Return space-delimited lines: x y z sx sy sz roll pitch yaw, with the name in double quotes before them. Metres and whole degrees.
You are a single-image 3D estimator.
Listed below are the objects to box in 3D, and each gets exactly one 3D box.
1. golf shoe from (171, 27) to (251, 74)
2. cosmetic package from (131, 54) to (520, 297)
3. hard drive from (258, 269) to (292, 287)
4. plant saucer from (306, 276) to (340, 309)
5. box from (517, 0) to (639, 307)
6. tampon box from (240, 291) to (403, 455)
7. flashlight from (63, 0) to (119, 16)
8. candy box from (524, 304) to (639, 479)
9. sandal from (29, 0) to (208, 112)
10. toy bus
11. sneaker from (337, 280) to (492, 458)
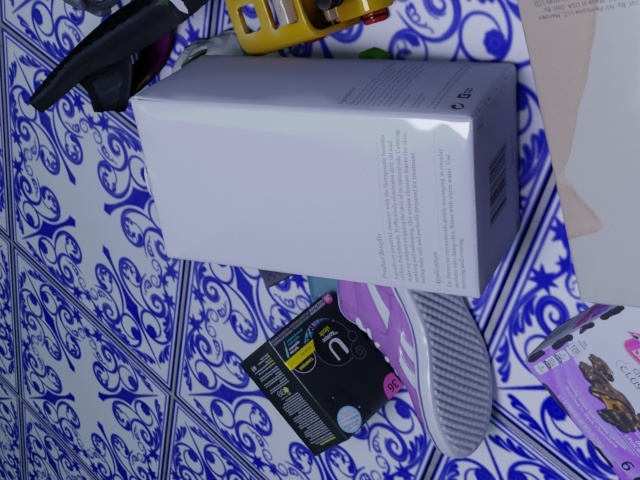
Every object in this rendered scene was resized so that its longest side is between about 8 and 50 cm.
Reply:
"golf shoe" -0.158 -0.222 1.224 0.176 0.086 0.069 -18 102 52
"cosmetic package" 0.008 -0.077 0.997 0.365 0.155 0.197 9 123 25
"hard drive" -0.060 -0.084 1.202 0.172 0.054 0.255 -30 82 48
"plant saucer" 0.000 0.000 1.247 0.067 0.018 0.192 12 121 43
"box" 0.269 -0.110 0.783 0.121 0.148 0.311 4 115 47
"tampon box" 0.002 0.176 1.259 0.161 0.120 0.101 50 145 2
"flashlight" -0.395 -0.414 1.347 0.304 0.103 0.103 32 137 29
"candy box" 0.323 0.129 0.929 0.165 0.070 0.196 51 141 6
"sandal" -0.254 -0.238 1.269 0.445 0.167 0.107 -13 125 50
"toy bus" -0.011 -0.259 1.024 0.191 0.104 0.202 41 138 22
"sneaker" 0.106 0.119 1.153 0.161 0.102 0.282 -11 94 53
